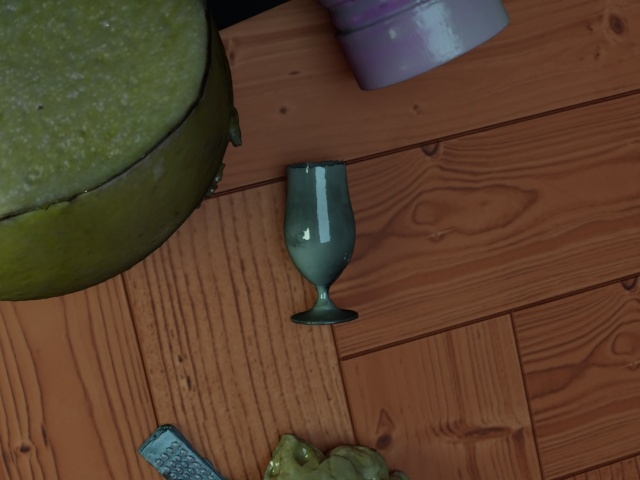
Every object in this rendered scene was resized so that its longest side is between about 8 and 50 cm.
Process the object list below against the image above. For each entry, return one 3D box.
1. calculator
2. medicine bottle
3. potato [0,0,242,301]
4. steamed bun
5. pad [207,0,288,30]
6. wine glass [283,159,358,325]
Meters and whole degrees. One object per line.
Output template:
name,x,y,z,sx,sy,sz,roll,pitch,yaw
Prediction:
calculator,-0.156,0.306,1.850,0.057,0.018,0.172,-45,107,-7
medicine bottle,0.072,-0.368,1.751,0.212,0.212,0.325,-28,104,-13
potato,-0.306,-0.118,1.630,0.442,0.319,0.385,-25,60,-7
steamed bun,0.009,0.392,1.846,0.292,0.137,0.295,-15,102,-18
pad,-0.117,-0.386,1.733,0.006,0.170,0.245,-43,110,-52
wine glass,0.000,0.000,1.827,0.093,0.093,0.202,-6,100,-17
